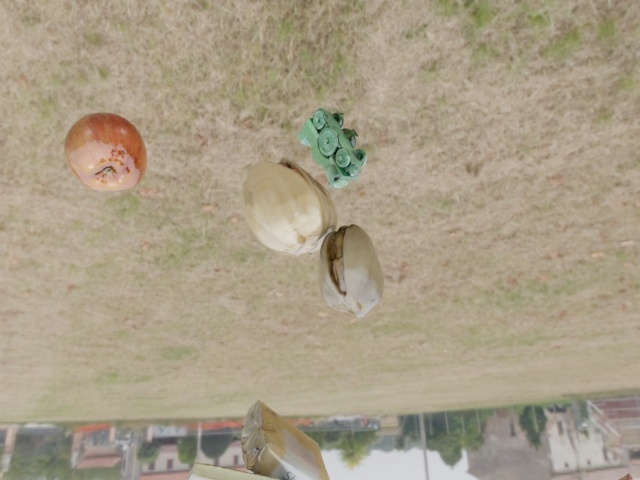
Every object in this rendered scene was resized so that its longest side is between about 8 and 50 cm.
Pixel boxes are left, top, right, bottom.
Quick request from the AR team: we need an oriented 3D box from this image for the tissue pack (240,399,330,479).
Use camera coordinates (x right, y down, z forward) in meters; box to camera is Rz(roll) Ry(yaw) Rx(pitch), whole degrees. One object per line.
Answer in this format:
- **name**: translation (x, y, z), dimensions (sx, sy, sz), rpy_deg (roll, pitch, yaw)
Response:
- **tissue pack**: translation (-0.084, 0.497, 1.174), dimensions (0.222, 0.090, 0.186), rpy_deg (45, -177, -18)

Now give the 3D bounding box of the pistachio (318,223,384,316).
- **pistachio**: translation (0.050, 0.046, 0.809), dimensions (0.112, 0.149, 0.113), rpy_deg (1, 158, 1)

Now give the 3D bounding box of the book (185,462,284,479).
- **book**: translation (-0.146, 0.522, 0.997), dimensions (0.268, 0.032, 0.389), rpy_deg (18, 140, -11)

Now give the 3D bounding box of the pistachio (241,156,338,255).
- **pistachio**: translation (-0.061, -0.065, 0.896), dimensions (0.157, 0.229, 0.158), rpy_deg (-18, 133, -20)

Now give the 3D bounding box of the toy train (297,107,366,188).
- **toy train**: translation (0.023, -0.190, 1.046), dimensions (0.071, 0.178, 0.105), rpy_deg (-4, 148, -43)

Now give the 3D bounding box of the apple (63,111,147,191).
- **apple**: translation (-0.549, -0.218, 1.296), dimensions (0.209, 0.164, 0.210), rpy_deg (-17, 148, -11)

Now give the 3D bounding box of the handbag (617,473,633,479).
- **handbag**: translation (0.353, 0.411, 0.672), dimensions (0.157, 0.059, 0.213), rpy_deg (-37, 154, -35)
